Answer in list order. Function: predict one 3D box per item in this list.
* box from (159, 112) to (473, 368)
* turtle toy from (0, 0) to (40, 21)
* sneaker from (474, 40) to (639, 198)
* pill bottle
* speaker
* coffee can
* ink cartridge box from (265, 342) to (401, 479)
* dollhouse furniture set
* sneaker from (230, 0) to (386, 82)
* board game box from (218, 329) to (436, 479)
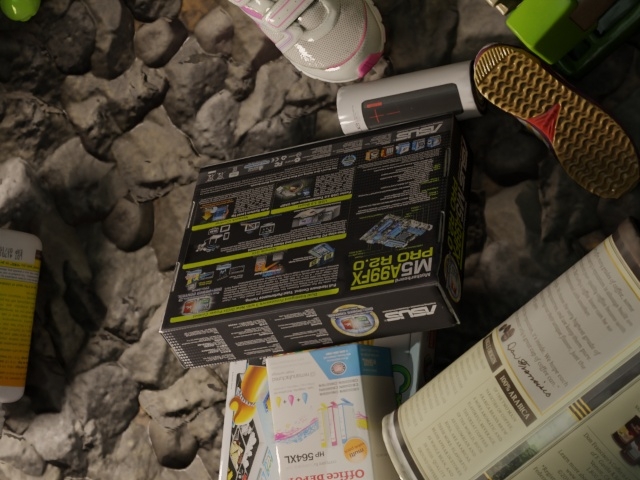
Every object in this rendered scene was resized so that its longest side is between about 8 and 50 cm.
[{"bbox_3d":[0.000,0.000,1.454,0.270,0.060,0.216,-11,44,20],"label":"box"},{"bbox_3d":[-0.321,-0.299,1.676,0.095,0.066,0.130,2,85,24],"label":"turtle toy"},{"bbox_3d":[0.219,-0.116,1.438,0.185,0.084,0.069,43,106,-6],"label":"sneaker"},{"bbox_3d":[-0.354,0.094,1.615,0.117,0.117,0.215,5,85,23],"label":"pill bottle"},{"bbox_3d":[0.086,-0.132,1.497,0.136,0.055,0.055,-9,80,21],"label":"speaker"},{"bbox_3d":[0.218,0.142,1.331,0.275,0.201,0.201,-40,71,14],"label":"coffee can"},{"bbox_3d":[0.016,0.170,1.412,0.092,0.090,0.143,-11,79,19],"label":"ink cartridge box"},{"bbox_3d":[0.168,-0.309,1.406,0.151,0.197,0.301,-44,71,13],"label":"dollhouse furniture set"},{"bbox_3d":[-0.044,-0.247,1.532,0.252,0.111,0.103,43,100,20],"label":"sneaker"},{"bbox_3d":[0.001,0.220,1.490,0.193,0.053,0.305,3,85,22],"label":"board game box"}]
